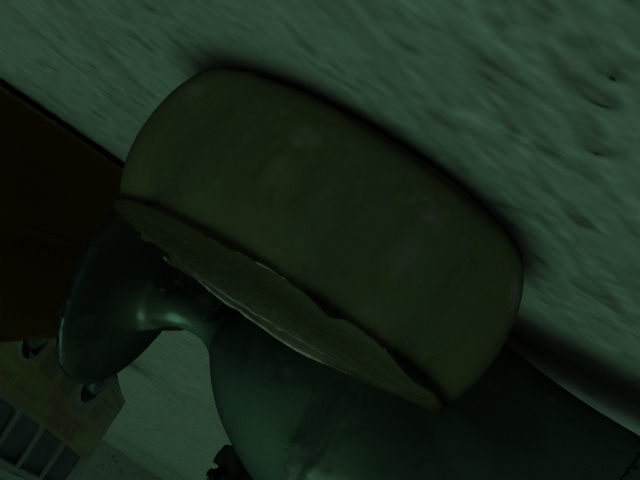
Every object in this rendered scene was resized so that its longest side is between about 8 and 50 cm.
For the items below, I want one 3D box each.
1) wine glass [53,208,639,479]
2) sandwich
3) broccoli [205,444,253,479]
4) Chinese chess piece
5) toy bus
[{"bbox_3d":[0.014,0.057,0.640,0.202,0.093,0.093,30,169,22],"label":"wine glass"},{"bbox_3d":[-0.085,-0.018,0.778,0.163,0.113,0.079,-2,180,-21],"label":"sandwich"},{"bbox_3d":[0.037,0.166,1.037,0.165,0.146,0.304,18,176,15],"label":"broccoli"},{"bbox_3d":[0.000,0.000,0.537,0.122,0.051,0.122,32,171,6],"label":"Chinese chess piece"},{"bbox_3d":[-0.247,0.101,1.435,0.097,0.138,0.342,31,171,16],"label":"toy bus"}]
